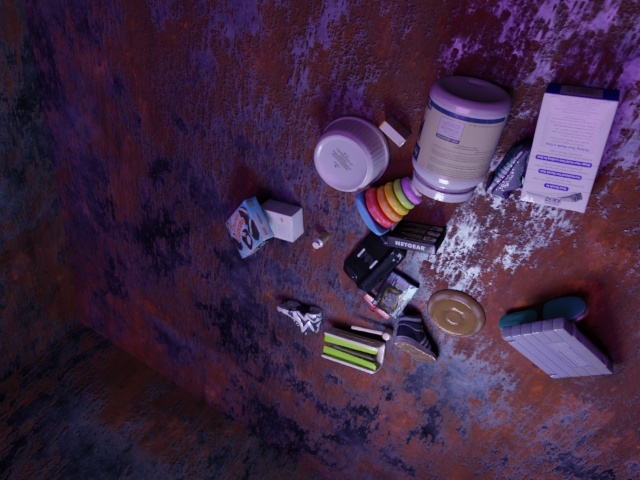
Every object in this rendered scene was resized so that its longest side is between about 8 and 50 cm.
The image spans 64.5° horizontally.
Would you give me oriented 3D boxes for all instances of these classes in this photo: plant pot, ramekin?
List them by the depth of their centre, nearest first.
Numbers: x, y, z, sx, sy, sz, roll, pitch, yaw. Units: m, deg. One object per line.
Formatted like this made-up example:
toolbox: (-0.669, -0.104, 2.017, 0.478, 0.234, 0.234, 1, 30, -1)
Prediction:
ramekin: (0.098, -0.298, 1.815, 0.273, 0.127, 0.272, 18, 129, 23)
plant pot: (0.532, 0.298, 2.016, 0.236, 0.032, 0.236, 17, 128, 23)

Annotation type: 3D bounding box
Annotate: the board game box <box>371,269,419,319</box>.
board game box: (0.306, 0.224, 2.087, 0.126, 0.026, 0.186, 34, 120, 8)

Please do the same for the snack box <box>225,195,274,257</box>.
snack box: (-0.314, -0.050, 2.213, 0.187, 0.060, 0.322, 63, 151, 4)

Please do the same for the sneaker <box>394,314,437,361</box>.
sneaker: (0.413, 0.409, 2.141, 0.099, 0.153, 0.282, -15, 142, 37)

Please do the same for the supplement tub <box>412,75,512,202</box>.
supplement tub: (0.411, -0.302, 1.531, 0.236, 0.235, 0.324, 24, 130, 18)

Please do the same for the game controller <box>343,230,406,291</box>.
game controller: (0.213, 0.081, 2.064, 0.166, 0.067, 0.319, 51, 135, 13)

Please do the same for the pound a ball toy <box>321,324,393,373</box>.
pound a ball toy: (0.179, 0.462, 2.318, 0.319, 0.136, 0.208, 11, 101, 27)

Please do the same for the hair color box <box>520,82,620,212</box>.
hair color box: (0.707, -0.263, 1.456, 0.185, 0.110, 0.338, 15, 126, 23)

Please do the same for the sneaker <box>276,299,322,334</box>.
sneaker: (-0.102, 0.384, 2.447, 0.235, 0.094, 0.153, 7, 116, 18)

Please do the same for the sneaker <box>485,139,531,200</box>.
sneaker: (0.610, -0.217, 1.583, 0.098, 0.083, 0.223, 26, 143, 0)

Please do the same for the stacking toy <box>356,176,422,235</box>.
stacking toy: (0.292, -0.162, 1.786, 0.302, 0.166, 0.175, -31, 90, 31)

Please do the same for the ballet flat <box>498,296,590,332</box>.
ballet flat: (0.802, 0.289, 1.790, 0.124, 0.116, 0.342, 37, 138, -23)

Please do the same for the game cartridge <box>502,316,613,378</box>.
game cartridge: (0.831, 0.379, 1.768, 0.355, 0.068, 0.230, 37, 138, -28)

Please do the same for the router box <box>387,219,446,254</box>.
router box: (0.351, -0.014, 1.845, 0.179, 0.133, 0.046, 12, 126, 27)

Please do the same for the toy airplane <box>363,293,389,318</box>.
toy airplane: (0.260, 0.269, 2.175, 0.151, 0.028, 0.151, 15, 132, 18)

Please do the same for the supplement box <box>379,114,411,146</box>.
supplement box: (0.252, -0.369, 1.709, 0.098, 0.062, 0.036, 44, 133, 0)

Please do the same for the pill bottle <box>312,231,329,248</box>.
pill bottle: (0.000, 0.000, 2.118, 0.043, 0.083, 0.043, 18, 129, 23)

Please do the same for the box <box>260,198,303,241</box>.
box: (-0.168, -0.086, 2.163, 0.171, 0.091, 0.130, 16, 128, 24)
